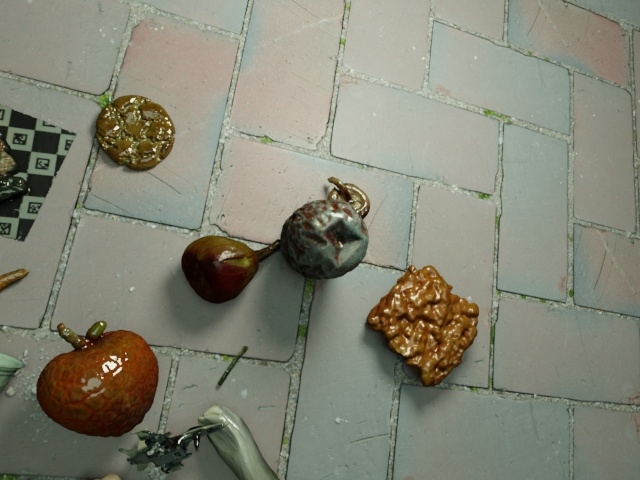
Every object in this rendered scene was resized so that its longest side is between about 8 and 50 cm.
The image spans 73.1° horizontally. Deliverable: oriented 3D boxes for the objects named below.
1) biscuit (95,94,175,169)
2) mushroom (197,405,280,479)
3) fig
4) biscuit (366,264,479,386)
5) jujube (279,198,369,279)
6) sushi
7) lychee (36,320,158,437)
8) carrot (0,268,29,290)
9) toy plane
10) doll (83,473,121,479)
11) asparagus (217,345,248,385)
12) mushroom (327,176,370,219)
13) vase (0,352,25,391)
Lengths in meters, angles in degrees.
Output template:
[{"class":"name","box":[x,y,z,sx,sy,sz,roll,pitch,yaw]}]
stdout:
[{"class":"biscuit","box":[-0.529,-0.313,1.238,0.225,0.042,0.226,3,80,-17]},{"class":"mushroom","box":[-0.190,0.579,1.125,0.097,0.109,0.351,-34,90,-18]},{"class":"fig","box":[-0.231,0.041,1.189,0.290,0.190,0.191,-34,90,-19]},{"class":"biscuit","box":[0.333,0.251,1.348,0.312,0.110,0.318,46,71,-3]},{"class":"jujube","box":[0.000,0.000,1.195,0.225,0.317,0.226,1,87,-18]},{"class":"sushi","box":[-0.860,-0.203,1.102,0.319,0.069,0.340,21,74,-12]},{"class":"lychee","box":[-0.520,0.321,1.014,0.255,0.255,0.300,-26,91,-20]},{"class":"carrot","box":[-0.819,0.123,1.066,0.191,0.047,0.047,-32,90,-24]},{"class":"toy plane","box":[-0.352,0.503,1.058,0.261,0.088,0.192,-16,124,9]},{"class":"doll","box":[-0.596,0.637,1.000,0.277,0.119,0.154,0,78,-7]},{"class":"asparagus","box":[-0.244,0.347,1.205,0.018,0.015,0.127,41,71,-15]},{"class":"mushroom","box":[0.077,-0.130,1.363,0.135,0.080,0.171,-35,90,-32]},{"class":"vase","box":[-0.814,0.404,0.967,0.143,0.143,0.299,24,77,-11]}]
